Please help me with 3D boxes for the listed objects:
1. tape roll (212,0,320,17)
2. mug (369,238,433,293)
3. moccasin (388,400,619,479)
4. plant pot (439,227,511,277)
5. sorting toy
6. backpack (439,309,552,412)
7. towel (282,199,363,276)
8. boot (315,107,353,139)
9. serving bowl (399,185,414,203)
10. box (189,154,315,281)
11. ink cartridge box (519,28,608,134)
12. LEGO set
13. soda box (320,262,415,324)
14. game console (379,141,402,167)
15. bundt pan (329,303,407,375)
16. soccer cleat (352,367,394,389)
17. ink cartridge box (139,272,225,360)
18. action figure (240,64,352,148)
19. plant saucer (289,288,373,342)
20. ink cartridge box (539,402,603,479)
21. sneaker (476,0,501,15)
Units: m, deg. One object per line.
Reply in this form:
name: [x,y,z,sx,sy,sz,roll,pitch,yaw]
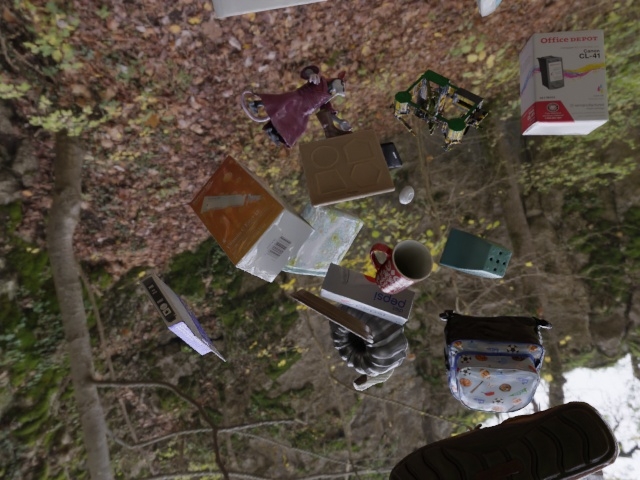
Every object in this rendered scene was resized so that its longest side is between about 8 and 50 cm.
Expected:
tape roll: [-0.100,-0.559,0.879,0.286,0.100,0.286,-6,-149,4]
mug: [0.210,0.067,1.117,0.113,0.150,0.169,-30,166,-22]
moccasin: [0.295,0.380,0.697,0.380,0.139,0.147,-34,144,11]
plant pot: [0.639,0.061,1.650,0.165,0.165,0.234,17,-177,-18]
sorting toy: [0.058,-0.171,0.961,0.193,0.208,0.038,-12,147,-1]
backpack: [0.459,0.337,1.091,0.276,0.263,0.213,2,-138,19]
towel: [0.000,0.000,1.756,0.090,0.320,0.374,38,-164,37]
boot: [0.046,-0.396,1.367,0.106,0.114,0.037,-9,-152,28]
serving bowl: [0.382,-0.197,1.775,0.083,0.083,0.027,-12,-149,-38]
box: [-0.220,-0.073,1.259,0.345,0.215,0.168,43,-175,37]
ink cartridge box: [0.796,-0.515,1.341,0.226,0.306,0.131,0,176,6]
LEGO set: [0.429,-0.454,1.504,0.331,0.255,0.192,28,158,17]
soda box: [0.148,0.171,1.300,0.286,0.098,0.091,19,158,8]
game console: [0.296,-0.380,1.737,0.107,0.122,0.071,-1,-135,41]
bundt pan: [0.158,0.369,1.540,0.124,0.331,0.331,-25,-168,-39]
soccer cleat: [0.232,0.591,1.768,0.196,0.076,0.068,-31,-135,3]
ink cartridge box: [-0.328,0.200,0.976,0.045,0.208,0.206,-38,151,-15]
action figure: [-0.055,-0.491,1.461,0.370,0.248,0.275,-37,-140,-15]
plant saucer: [0.037,0.215,1.185,0.278,0.041,0.278,28,171,5]
ink cartridge box: [0.762,0.713,1.256,0.130,0.309,0.272,-3,-160,22]
sneaker: [0.406,-0.612,0.844,0.150,0.135,0.366,-5,174,15]
